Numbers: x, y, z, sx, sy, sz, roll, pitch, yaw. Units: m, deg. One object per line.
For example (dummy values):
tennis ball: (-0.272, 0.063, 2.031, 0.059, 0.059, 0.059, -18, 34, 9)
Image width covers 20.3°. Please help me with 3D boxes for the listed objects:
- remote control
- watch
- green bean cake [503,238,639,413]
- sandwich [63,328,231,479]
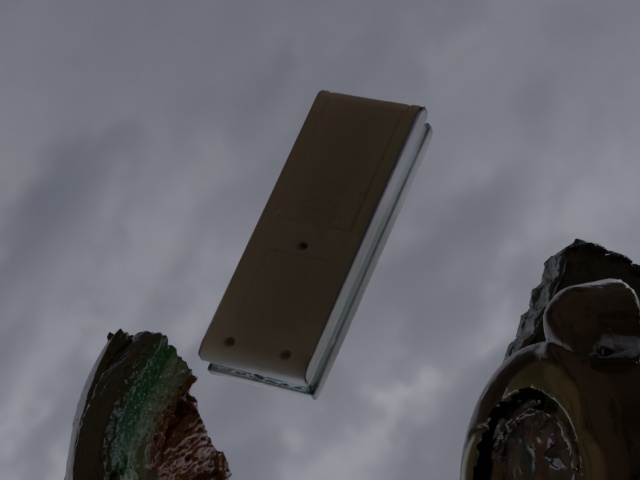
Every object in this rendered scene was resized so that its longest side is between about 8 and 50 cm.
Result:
remote control: (0.000, 0.000, 1.524, 0.103, 0.055, 0.277, 12, -118, 25)
watch: (0.304, 0.223, 1.430, 0.335, 0.327, 0.314, -113, -143, -46)
green bean cake: (0.267, 0.110, 1.680, 0.094, 0.173, 0.181, 128, -14, -79)
sandwich: (-0.133, 0.177, 1.494, 0.109, 0.160, 0.184, -26, -138, 51)
